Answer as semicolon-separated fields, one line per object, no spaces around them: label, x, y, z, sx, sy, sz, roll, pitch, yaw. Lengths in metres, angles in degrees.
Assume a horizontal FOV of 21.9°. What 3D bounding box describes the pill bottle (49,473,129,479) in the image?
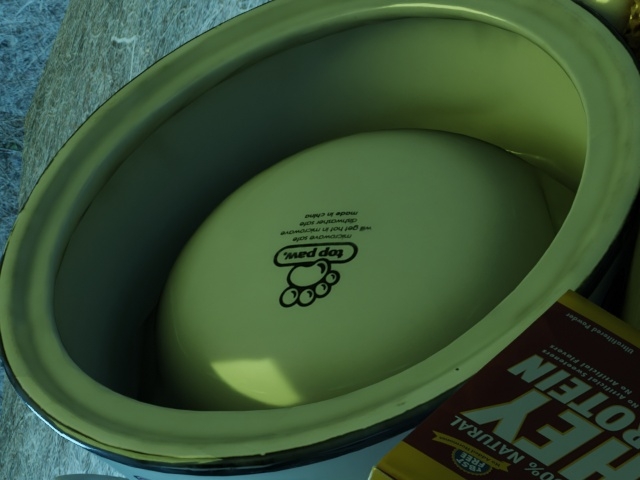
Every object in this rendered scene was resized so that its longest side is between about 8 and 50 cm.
pill bottle;-0.217;0.463;1.719;0.229;0.229;0.408;-173;94;-71

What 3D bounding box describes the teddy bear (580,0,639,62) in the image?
teddy bear;0.224;-0.228;1.067;0.245;0.113;0.338;178;104;-73

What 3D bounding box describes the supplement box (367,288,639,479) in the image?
supplement box;0.094;0.162;0.747;0.191;0.129;0.194;-33;-31;-51

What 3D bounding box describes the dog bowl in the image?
dog bowl;0.016;0.016;1.011;0.408;0.408;0.150;-101;-11;-49

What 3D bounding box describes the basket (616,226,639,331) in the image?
basket;0.220;0.073;0.843;0.204;0.154;0.227;-127;47;-54
